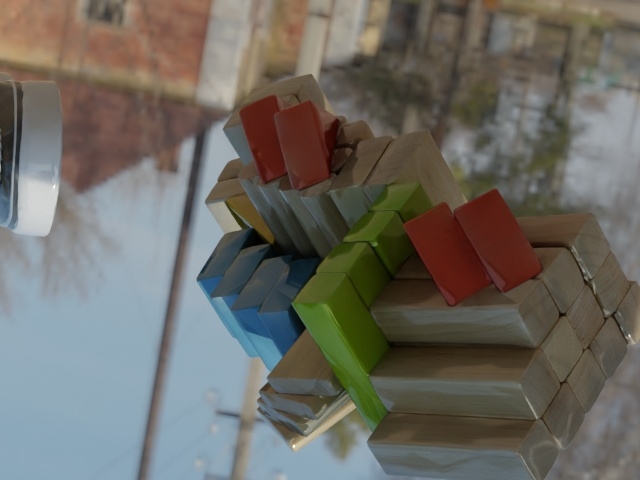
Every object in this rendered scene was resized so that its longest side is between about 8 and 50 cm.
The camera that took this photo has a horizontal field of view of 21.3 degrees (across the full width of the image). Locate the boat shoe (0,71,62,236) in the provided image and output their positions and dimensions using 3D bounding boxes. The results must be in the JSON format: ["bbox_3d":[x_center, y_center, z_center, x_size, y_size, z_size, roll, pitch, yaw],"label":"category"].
[{"bbox_3d":[-0.257,-0.076,1.222,0.105,0.113,0.306,2,-164,-22],"label":"boat shoe"}]

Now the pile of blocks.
[{"bbox_3d":[0.000,0.000,0.810,0.149,0.113,0.362,-37,-154,-13],"label":"pile of blocks"}]
